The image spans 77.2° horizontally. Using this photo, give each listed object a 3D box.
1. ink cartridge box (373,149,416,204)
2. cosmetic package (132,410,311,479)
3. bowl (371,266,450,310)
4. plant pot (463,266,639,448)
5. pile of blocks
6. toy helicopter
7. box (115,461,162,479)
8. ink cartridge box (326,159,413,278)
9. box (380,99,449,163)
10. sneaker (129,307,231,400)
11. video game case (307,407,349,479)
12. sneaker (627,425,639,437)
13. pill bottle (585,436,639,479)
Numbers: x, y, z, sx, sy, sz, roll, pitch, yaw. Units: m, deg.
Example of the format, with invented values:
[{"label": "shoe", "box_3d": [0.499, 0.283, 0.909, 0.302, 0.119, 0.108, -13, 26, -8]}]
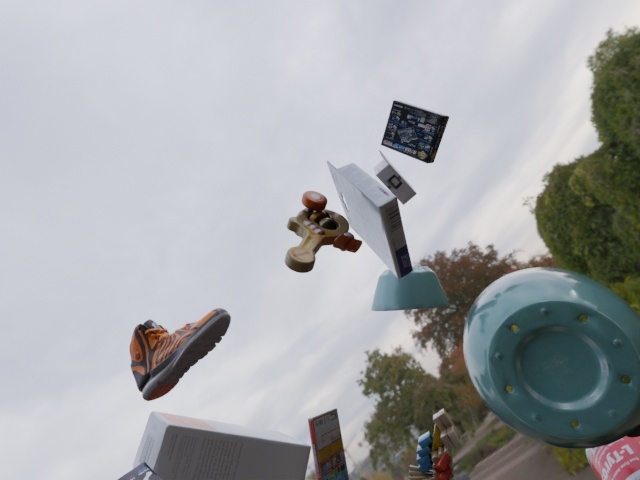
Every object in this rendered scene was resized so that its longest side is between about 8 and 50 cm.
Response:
[{"label": "ink cartridge box", "box_3d": [0.239, -0.215, 1.359, 0.060, 0.180, 0.104, -41, 16, 18]}, {"label": "cosmetic package", "box_3d": [-0.284, 0.641, 1.190, 0.453, 0.161, 0.230, 24, -23, -28]}, {"label": "bowl", "box_3d": [0.351, 0.194, 1.618, 0.311, 0.163, 0.311, -5, -9, -1]}, {"label": "plant pot", "box_3d": [0.368, 0.184, 0.636, 0.293, 0.293, 0.235, -50, -23, 12]}, {"label": "pile of blocks", "box_3d": [0.336, 0.698, 1.191, 0.112, 0.149, 0.362, 11, -98, -73]}, {"label": "toy helicopter", "box_3d": [0.000, 0.000, 1.195, 0.355, 0.235, 0.140, -57, -10, -58]}, {"label": "box", "box_3d": [-0.382, 0.597, 0.759, 0.163, 0.142, 0.247, -11, -56, -61]}, {"label": "ink cartridge box", "box_3d": [0.162, -0.083, 1.301, 0.071, 0.330, 0.324, -30, -47, -6]}, {"label": "box", "box_3d": [0.345, -0.406, 1.490, 0.051, 0.220, 0.175, -17, -51, -46]}, {"label": "sneaker", "box_3d": [-0.396, 0.257, 1.068, 0.321, 0.180, 0.124, -43, -23, 3]}, {"label": "video game case", "box_3d": [0.034, 0.811, 1.536, 0.025, 0.285, 0.204, -19, -19, 26]}, {"label": "sneaker", "box_3d": [0.885, 0.409, 1.044, 0.286, 0.109, 0.130, -18, -52, -19]}, {"label": "pill bottle", "box_3d": [0.879, 0.661, 1.027, 0.229, 0.229, 0.408, -52, -6, 15]}]
